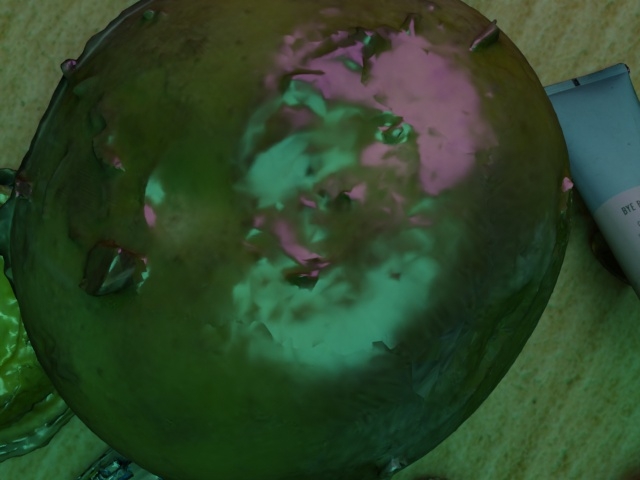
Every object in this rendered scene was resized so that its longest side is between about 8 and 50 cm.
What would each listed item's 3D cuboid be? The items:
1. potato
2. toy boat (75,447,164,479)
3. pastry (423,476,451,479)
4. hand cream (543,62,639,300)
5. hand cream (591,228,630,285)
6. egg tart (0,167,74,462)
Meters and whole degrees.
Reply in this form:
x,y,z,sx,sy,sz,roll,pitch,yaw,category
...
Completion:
x,y,z,sx,sy,sz,roll,pitch,yaw,category
0.000,0.000,0.760,0.385,0.319,0.442,39,86,-36,potato
-0.222,0.263,0.922,0.210,0.066,0.084,-35,99,2,toy boat
0.083,0.347,0.947,0.089,0.121,0.258,26,94,18,pastry
0.293,-0.034,0.936,0.111,0.070,0.312,-16,58,0,hand cream
0.364,-0.044,1.000,0.084,0.084,0.203,45,78,-6,hand cream
-0.319,0.061,0.881,0.291,0.107,0.290,0,91,-9,egg tart
